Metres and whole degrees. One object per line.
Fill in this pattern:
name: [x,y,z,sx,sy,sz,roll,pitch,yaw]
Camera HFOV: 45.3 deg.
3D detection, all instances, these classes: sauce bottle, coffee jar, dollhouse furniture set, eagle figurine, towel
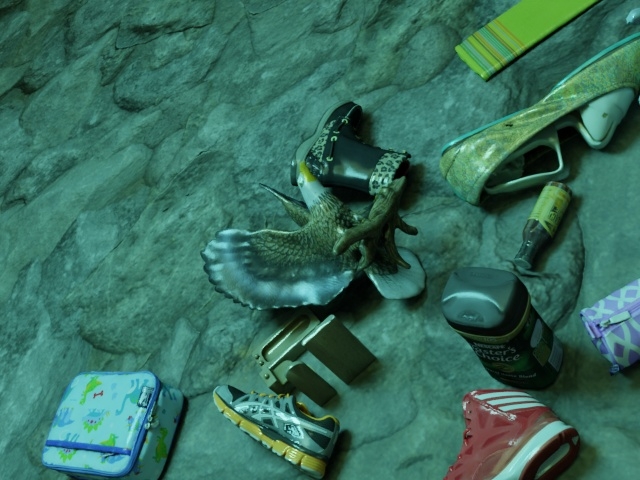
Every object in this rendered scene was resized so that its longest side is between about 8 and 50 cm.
sauce bottle: [0.303,-0.020,1.048,0.042,0.042,0.128,14,69,41]
coffee jar: [0.215,0.104,0.907,0.096,0.184,0.079,6,61,39]
dollhouse furniture set: [-0.038,0.144,1.100,0.144,0.123,0.151,-42,43,0]
eagle figurine: [-0.002,-0.011,1.145,0.298,0.226,0.225,-18,69,45]
towel: [0.351,-0.365,1.302,0.237,0.021,0.102,-34,49,7]

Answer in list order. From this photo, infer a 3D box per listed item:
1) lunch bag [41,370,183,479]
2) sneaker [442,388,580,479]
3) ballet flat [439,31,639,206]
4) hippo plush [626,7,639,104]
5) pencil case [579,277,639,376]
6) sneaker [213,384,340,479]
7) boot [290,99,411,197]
lunch bag: [-0.331,0.299,1.215,0.219,0.090,0.176,-4,58,35]
sneaker: [0.181,0.262,0.898,0.221,0.087,0.128,-32,34,-7]
ballet flat: [0.340,-0.158,1.091,0.348,0.123,0.123,-30,45,12]
hippo plush: [0.523,-0.257,0.942,0.234,0.236,0.294,8,50,28]
pencil case: [0.397,0.065,0.879,0.206,0.088,0.086,-34,46,7]
sneaker: [-0.061,0.249,1.071,0.215,0.084,0.083,23,72,33]
boot: [0.072,-0.149,1.289,0.179,0.085,0.236,15,41,20]
